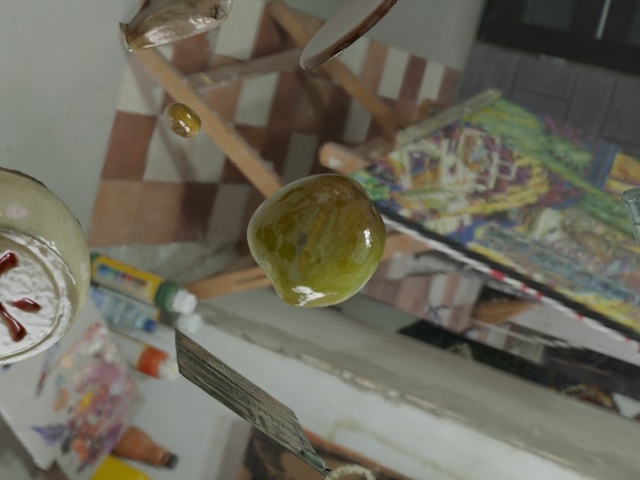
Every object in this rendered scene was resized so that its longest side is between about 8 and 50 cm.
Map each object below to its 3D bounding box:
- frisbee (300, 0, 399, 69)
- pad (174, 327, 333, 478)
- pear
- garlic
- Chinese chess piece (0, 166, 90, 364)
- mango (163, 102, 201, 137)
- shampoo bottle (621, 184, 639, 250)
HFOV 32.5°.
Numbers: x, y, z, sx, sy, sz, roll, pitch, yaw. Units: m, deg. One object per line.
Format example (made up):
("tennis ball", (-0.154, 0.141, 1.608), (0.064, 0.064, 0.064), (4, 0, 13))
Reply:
("frisbee", (0.060, -0.375, 1.837), (0.021, 0.251, 0.250), (46, 58, -18))
("pad", (-0.071, 0.143, 1.034), (0.009, 0.160, 0.265), (-54, -171, -2))
("pear", (0.000, 0.000, 1.602), (0.200, 0.200, 0.200), (-42, 142, -46))
("garlic", (-0.193, -0.333, 1.618), (0.128, 0.198, 0.090), (-53, 130, -42))
("Chinese chess piece", (-0.385, 0.032, 1.235), (0.103, 0.250, 0.249), (-100, -179, -47))
("mango", (-0.270, -0.238, 2.142), (0.057, 0.079, 0.114), (-55, 170, -11))
("shampoo bottle", (0.397, 0.038, 1.236), (0.212, 0.049, 0.072), (66, 19, -10))
